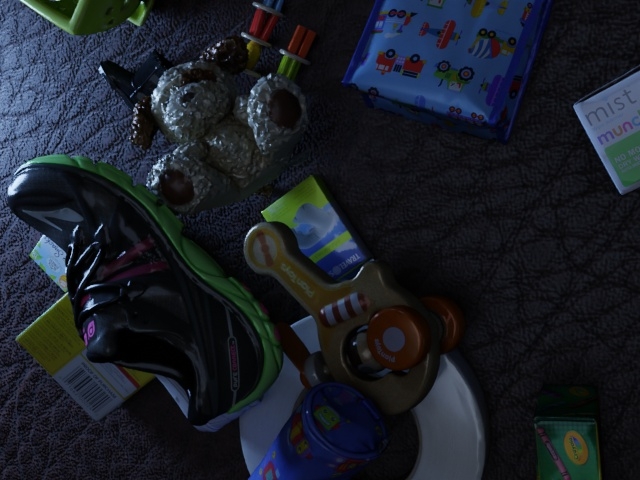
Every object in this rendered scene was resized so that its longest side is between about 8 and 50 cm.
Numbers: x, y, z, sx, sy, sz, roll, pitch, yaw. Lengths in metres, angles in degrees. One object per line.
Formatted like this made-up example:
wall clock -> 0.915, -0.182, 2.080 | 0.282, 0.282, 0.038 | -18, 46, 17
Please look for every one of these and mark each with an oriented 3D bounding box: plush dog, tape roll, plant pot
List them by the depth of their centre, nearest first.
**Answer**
plush dog -> -0.157, -0.174, 1.163 | 0.262, 0.210, 0.225 | -37, 79, 3
tape roll -> 0.061, 0.289, 1.189 | 0.392, 0.072, 0.391 | 2, 96, 19
plant pot -> -0.352, -0.464, 1.190 | 0.227, 0.207, 0.228 | 36, 114, 14

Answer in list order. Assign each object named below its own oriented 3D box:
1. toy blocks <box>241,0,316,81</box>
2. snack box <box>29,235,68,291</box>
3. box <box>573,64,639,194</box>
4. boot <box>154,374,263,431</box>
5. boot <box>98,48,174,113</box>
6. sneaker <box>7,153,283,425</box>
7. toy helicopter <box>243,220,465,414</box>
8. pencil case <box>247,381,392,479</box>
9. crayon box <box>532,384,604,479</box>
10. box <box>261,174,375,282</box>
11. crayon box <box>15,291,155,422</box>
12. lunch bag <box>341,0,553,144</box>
toy blocks -> -0.061, -0.315, 1.190 | 0.123, 0.054, 0.148 | 27, 103, 16
snack box -> -0.434, 0.006, 1.360 | 0.100, 0.037, 0.141 | 43, 107, 13
box -> 0.452, -0.169, 0.924 | 0.262, 0.231, 0.126 | -28, 85, 19
boot -> -0.195, 0.167, 1.176 | 0.123, 0.095, 0.258 | -32, 105, 20
boot -> -0.299, -0.277, 1.284 | 0.099, 0.045, 0.121 | -40, 88, 21
sneaker -> -0.270, 0.059, 1.062 | 0.483, 0.202, 0.185 | 39, 149, 12
toy helicopter -> 0.012, 0.109, 1.108 | 0.355, 0.140, 0.235 | 42, 115, 24
pencil case -> -0.016, 0.316, 1.072 | 0.119, 0.133, 0.306 | 58, 136, 30
crayon box -> 0.342, 0.350, 1.041 | 0.081, 0.165, 0.278 | -4, 93, 20
box -> 0.000, 0.000, 1.201 | 0.109, 0.042, 0.178 | -36, 81, 19
crayon box -> -0.318, 0.134, 1.279 | 0.319, 0.081, 0.202 | -37, 100, 19
lunch bag -> 0.192, -0.310, 1.071 | 0.221, 0.138, 0.293 | 20, 92, 20
